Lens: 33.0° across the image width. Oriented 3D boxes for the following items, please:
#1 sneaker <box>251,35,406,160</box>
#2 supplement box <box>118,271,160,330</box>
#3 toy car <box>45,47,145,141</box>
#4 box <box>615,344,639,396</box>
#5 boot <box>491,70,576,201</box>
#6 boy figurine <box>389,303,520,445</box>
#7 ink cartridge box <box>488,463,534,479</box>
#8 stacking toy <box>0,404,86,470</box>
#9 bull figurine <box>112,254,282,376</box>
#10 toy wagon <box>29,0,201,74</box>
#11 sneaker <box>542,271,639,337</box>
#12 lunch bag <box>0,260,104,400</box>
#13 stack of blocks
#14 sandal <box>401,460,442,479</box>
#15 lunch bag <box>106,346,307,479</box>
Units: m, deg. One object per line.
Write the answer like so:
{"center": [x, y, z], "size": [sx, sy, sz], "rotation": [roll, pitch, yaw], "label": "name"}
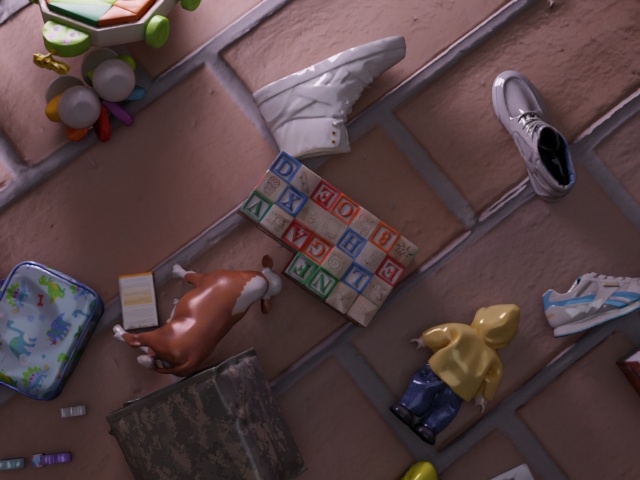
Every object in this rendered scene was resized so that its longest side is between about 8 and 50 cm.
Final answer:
{"center": [0.043, -0.244, 1.948], "size": [0.293, 0.108, 0.169], "rotation": [-24, 86, 5], "label": "sneaker"}
{"center": [-0.321, 0.108, 1.913], "size": [0.062, 0.036, 0.098], "rotation": [-6, 83, -4], "label": "supplement box"}
{"center": [-0.390, -0.247, 1.917], "size": [0.182, 0.159, 0.136], "rotation": [-40, 120, -7], "label": "toy car"}
{"center": [0.618, 0.256, 1.888], "size": [0.091, 0.130, 0.170], "rotation": [-34, 85, -5], "label": "box"}
{"center": [0.392, -0.199, 1.940], "size": [0.095, 0.123, 0.258], "rotation": [-24, 84, -5], "label": "boot"}
{"center": [0.240, 0.214, 1.897], "size": [0.177, 0.092, 0.285], "rotation": [38, 82, 3], "label": "boy figurine"}
{"center": [0.359, 0.492, 1.881], "size": [0.104, 0.060, 0.180], "rotation": [-25, 84, -5], "label": "ink cartridge box"}
{"center": [-0.497, 0.382, 1.863], "size": [0.221, 0.052, 0.166], "rotation": [-8, 83, -3], "label": "stacking toy"}
{"center": [-0.202, 0.119, 1.840], "size": [0.188, 0.310, 0.101], "rotation": [4, 122, 32], "label": "bull figurine"}
{"center": [-0.380, -0.418, 1.888], "size": [0.267, 0.068, 0.344], "rotation": [22, 52, 14], "label": "toy wagon"}
{"center": [0.509, 0.095, 1.927], "size": [0.229, 0.087, 0.092], "rotation": [-20, 82, -7], "label": "sneaker"}
{"center": [-0.492, 0.154, 1.874], "size": [0.176, 0.090, 0.219], "rotation": [25, 82, 0], "label": "lunch bag"}
{"center": [0.000, 0.000, 1.896], "size": [0.297, 0.087, 0.171], "rotation": [36, 83, -6], "label": "stack of blocks"}
{"center": [0.136, 0.539, 1.838], "size": [0.138, 0.126, 0.317], "rotation": [37, 84, -1], "label": "sandal"}
{"center": [-0.205, 0.346, 1.816], "size": [0.287, 0.169, 0.235], "rotation": [-26, 88, 26], "label": "lunch bag"}
